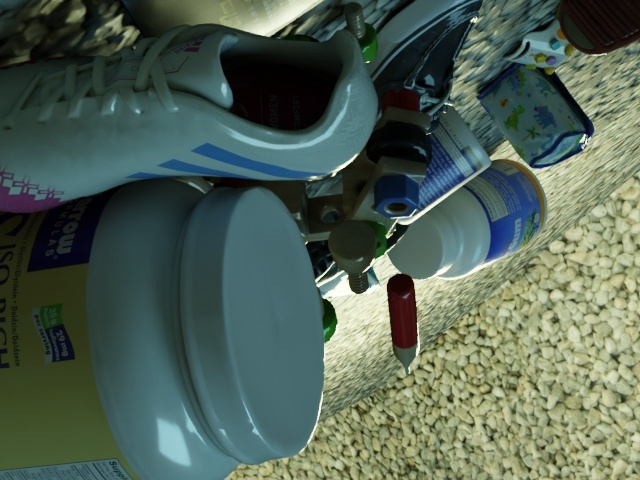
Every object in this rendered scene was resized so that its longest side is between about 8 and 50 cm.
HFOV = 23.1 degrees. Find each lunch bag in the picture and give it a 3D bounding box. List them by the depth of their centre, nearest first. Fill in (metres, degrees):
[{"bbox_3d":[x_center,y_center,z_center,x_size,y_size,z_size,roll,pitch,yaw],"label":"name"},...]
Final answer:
[{"bbox_3d":[0.299,-0.170,2.111,0.096,0.129,0.151,-39,167,20],"label":"lunch bag"}]

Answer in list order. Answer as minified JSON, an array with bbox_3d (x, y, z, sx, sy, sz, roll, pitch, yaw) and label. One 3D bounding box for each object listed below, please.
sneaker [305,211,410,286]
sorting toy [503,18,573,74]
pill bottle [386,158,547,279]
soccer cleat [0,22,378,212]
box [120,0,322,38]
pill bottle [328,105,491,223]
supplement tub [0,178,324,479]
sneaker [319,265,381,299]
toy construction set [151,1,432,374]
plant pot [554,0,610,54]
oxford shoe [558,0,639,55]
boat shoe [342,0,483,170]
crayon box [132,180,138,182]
[{"bbox_3d":[0.005,0.005,2.143,0.267,0.101,0.106,-32,-172,-5],"label":"sneaker"},{"bbox_3d":[0.273,-0.243,1.990,0.075,0.045,0.083,-2,150,-35],"label":"sorting toy"},{"bbox_3d":[0.221,-0.027,2.416,0.272,0.152,0.152,-23,164,-48],"label":"pill bottle"},{"bbox_3d":[-0.125,-0.098,1.071,0.331,0.116,0.143,-5,157,-5],"label":"soccer cleat"},{"bbox_3d":[-0.058,-0.206,1.128,0.183,0.059,0.233,-33,168,-2],"label":"box"},{"bbox_3d":[0.109,-0.086,1.956,0.186,0.112,0.112,-36,169,5],"label":"pill bottle"},{"bbox_3d":[-0.185,0.082,1.208,0.331,0.241,0.241,-9,177,19],"label":"supplement tub"},{"bbox_3d":[0.022,0.046,2.349,0.092,0.087,0.228,-31,163,15],"label":"sneaker"},{"bbox_3d":[0.000,0.000,1.427,0.257,0.309,0.237,-24,147,-9],"label":"toy construction set"},{"bbox_3d":[0.350,-0.279,1.925,0.081,0.083,0.081,-34,169,-8],"label":"plant pot"},{"bbox_3d":[0.417,-0.340,1.786,0.348,0.123,0.130,-42,172,36],"label":"oxford shoe"},{"bbox_3d":[0.094,-0.160,1.635,0.108,0.102,0.301,-24,165,-42],"label":"boat shoe"},{"bbox_3d":[-0.221,0.016,1.513,0.202,0.081,0.318,-37,169,9],"label":"crayon box"}]
